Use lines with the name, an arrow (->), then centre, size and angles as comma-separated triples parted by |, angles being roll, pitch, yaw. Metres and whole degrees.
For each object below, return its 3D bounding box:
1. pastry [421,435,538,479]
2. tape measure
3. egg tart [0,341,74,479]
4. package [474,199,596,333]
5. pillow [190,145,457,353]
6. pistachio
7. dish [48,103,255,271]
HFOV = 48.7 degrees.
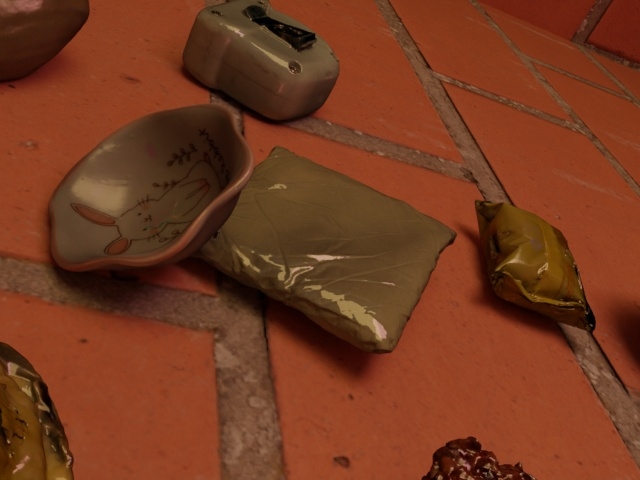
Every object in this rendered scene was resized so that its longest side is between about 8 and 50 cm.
pastry -> 0.160, 0.254, 0.564 | 0.208, 0.097, 0.115 | 36, 36, 9
tape measure -> -0.088, -0.311, 1.161 | 0.246, 0.125, 0.243 | 30, 32, 5
egg tart -> -0.301, 0.115, 0.372 | 0.341, 0.132, 0.341 | 17, 33, -12
package -> 0.299, 0.029, 1.004 | 0.168, 0.090, 0.226 | 25, 34, -10
pillow -> 0.002, 0.000, 0.834 | 0.274, 0.076, 0.281 | 25, 34, 11
pistachio -> -0.391, -0.285, 0.884 | 0.138, 0.153, 0.238 | 29, 57, 19
dish -> -0.158, -0.037, 0.715 | 0.229, 0.081, 0.229 | -12, 47, 14
